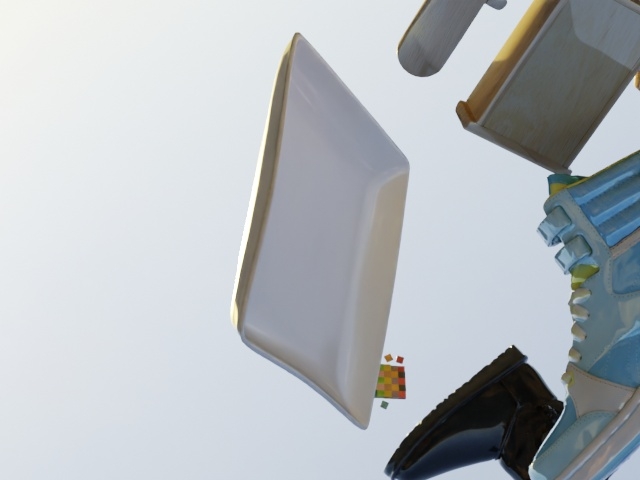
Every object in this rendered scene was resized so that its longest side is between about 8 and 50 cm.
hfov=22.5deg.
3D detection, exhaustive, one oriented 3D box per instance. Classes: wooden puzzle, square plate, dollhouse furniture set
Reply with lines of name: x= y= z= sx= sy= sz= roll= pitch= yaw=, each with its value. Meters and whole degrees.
wooden puzzle: x=0.090 y=0.189 z=2.165 sx=0.049 sy=0.006 sz=0.083 roll=3 pitch=-121 yaw=-7
square plate: x=0.000 y=0.000 z=1.793 sx=0.049 sy=0.344 sz=0.347 roll=1 pitch=-112 yaw=25
dollhouse furniture set: x=0.179 y=-0.236 z=1.551 sx=0.174 sy=0.303 sz=0.355 roll=-57 pitch=-157 yaw=22

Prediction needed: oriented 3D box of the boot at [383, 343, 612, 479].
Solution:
boot: x=0.227 y=0.266 z=1.944 sx=0.246 sy=0.207 sz=0.094 roll=-36 pitch=161 yaw=-25

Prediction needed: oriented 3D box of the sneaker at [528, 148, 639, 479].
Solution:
sneaker: x=0.237 y=0.060 z=1.381 sx=0.319 sy=0.208 sz=0.127 roll=-53 pitch=165 yaw=12
